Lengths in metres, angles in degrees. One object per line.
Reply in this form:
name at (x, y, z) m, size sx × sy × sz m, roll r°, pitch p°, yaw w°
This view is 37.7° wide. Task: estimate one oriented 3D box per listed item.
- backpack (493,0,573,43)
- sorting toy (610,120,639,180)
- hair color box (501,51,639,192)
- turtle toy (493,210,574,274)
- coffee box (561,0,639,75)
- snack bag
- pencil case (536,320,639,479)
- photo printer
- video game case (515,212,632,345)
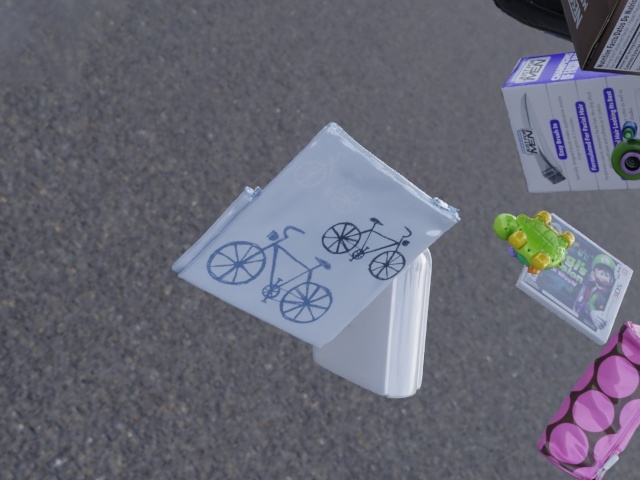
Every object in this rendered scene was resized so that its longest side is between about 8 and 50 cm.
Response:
backpack at (0.462, -0.463, 1.610) m, size 0.290 × 0.355 × 0.273 m, roll 84°, pitch 13°, yaw -69°
sorting toy at (0.370, -0.111, 1.074) m, size 0.061 × 0.102 × 0.042 m, roll 39°, pitch 28°, yaw 5°
hair color box at (0.445, -0.173, 1.317) m, size 0.110 × 0.338 × 0.185 m, roll -55°, pitch 133°, yaw -44°
turtle toy at (0.330, 0.001, 1.482) m, size 0.095 × 0.066 × 0.130 m, roll -33°, pitch 69°, yaw -33°
coffee box at (0.411, -0.258, 0.965) m, size 0.297 × 0.119 × 0.168 m, roll 4°, pitch 53°, yaw -7°
snack bag at (0.000, 0.000, 1.430) m, size 0.323 × 0.342 × 0.037 m, roll 31°, pitch 23°, yaw -37°
pencil case at (0.369, 0.208, 1.184) m, size 0.095 × 0.209 × 0.098 m, roll 28°, pitch 7°, yaw -23°
photo printer at (0.093, 0.112, 1.756) m, size 0.107 × 0.308 × 0.256 m, roll -3°, pitch 12°, yaw -35°
video game case at (0.458, 0.067, 1.681) m, size 0.190 × 0.022 × 0.173 m, roll 35°, pitch 58°, yaw -4°
